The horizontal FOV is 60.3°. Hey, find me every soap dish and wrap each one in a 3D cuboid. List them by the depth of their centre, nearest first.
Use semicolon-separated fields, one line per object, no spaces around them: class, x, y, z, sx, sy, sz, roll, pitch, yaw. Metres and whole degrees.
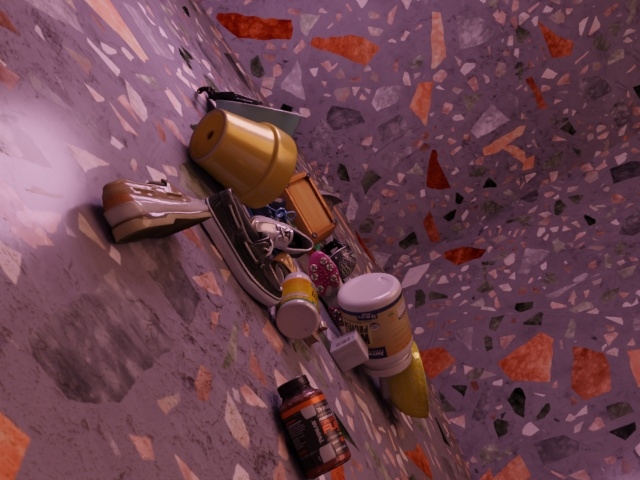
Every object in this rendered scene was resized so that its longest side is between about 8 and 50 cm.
soap dish;-0.073;-0.116;2.091;0.229;0.118;0.291;-32;93;-54

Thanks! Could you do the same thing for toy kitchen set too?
toy kitchen set;-0.026;0.251;1.632;0.075;0.068;0.083;52;13;-38

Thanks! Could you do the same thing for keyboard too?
keyboard;-0.344;-0.511;1.967;0.201;0.033;0.317;12;7;-29

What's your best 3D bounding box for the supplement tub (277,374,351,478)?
supplement tub;-0.021;0.389;1.165;0.198;0.106;0.106;63;11;17

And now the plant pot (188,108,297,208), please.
plant pot;-0.236;-0.252;1.595;0.239;0.254;0.254;29;29;-43

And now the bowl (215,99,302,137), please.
bowl;-0.229;-0.392;1.962;0.311;0.311;0.163;-58;159;-79

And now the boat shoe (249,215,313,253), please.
boat shoe;-0.121;-0.019;1.692;0.258;0.084;0.095;16;76;-50

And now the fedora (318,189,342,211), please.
fedora;-0.037;-0.125;2.320;0.275;0.243;0.125;26;64;-61

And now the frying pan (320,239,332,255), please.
frying pan;0.004;0.016;2.512;0.326;0.053;0.197;49;15;-35

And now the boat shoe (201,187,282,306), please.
boat shoe;-0.178;0.021;1.395;0.335;0.119;0.121;56;11;-20

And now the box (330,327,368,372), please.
box;0.096;0.362;1.819;0.087;0.101;0.102;59;10;-8

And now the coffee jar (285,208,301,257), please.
coffee jar;-0.117;-0.023;1.930;0.185;0.079;0.096;60;7;7

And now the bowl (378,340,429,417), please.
bowl;0.304;0.537;2.096;0.289;0.155;0.290;171;-90;-89

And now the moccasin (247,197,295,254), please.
moccasin;-0.168;-0.110;1.813;0.342;0.116;0.137;61;11;1

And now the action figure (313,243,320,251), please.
action figure;-0.083;-0.045;2.205;0.232;0.063;0.137;40;23;-47

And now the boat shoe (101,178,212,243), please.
boat shoe;-0.303;-0.067;1.058;0.104;0.113;0.302;66;11;1

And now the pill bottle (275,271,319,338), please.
pill bottle;-0.064;0.171;1.530;0.118;0.117;0.208;56;10;-20

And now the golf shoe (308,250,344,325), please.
golf shoe;0.034;0.175;2.076;0.140;0.115;0.307;-114;179;-77

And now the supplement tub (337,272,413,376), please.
supplement tub;0.201;0.299;1.953;0.228;0.228;0.317;-94;169;-68

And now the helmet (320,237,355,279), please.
helmet;0.069;0.085;2.297;0.161;0.169;0.169;46;-2;45

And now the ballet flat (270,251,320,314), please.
ballet flat;-0.085;0.146;1.692;0.073;0.080;0.232;-22;79;-52
